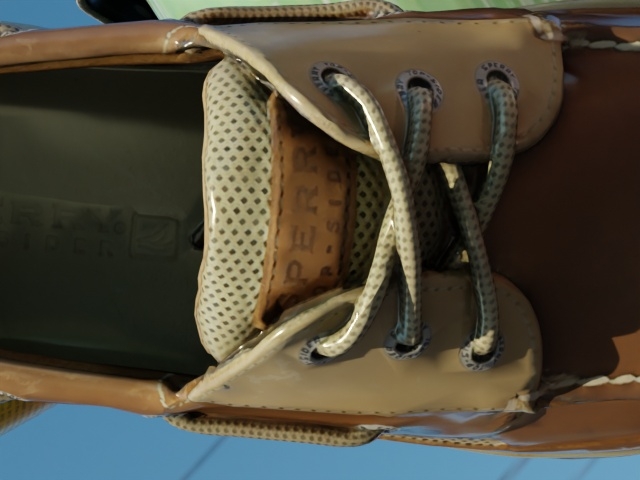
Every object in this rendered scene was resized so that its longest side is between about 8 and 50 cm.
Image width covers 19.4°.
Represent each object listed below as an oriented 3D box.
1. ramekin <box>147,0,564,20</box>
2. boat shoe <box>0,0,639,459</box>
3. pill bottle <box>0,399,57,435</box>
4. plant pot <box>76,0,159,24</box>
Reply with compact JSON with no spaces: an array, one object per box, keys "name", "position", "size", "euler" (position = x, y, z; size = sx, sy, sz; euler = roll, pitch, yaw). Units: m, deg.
[{"name":"ramekin","position":[0.049,-0.169,0.922],"size":[0.303,0.303,0.148],"euler":[-46,-55,-9]},{"name":"boat shoe","position":[0.000,0.000,0.452],"size":[0.120,0.324,0.123],"euler":[-16,-76,-81]},{"name":"pill bottle","position":[-0.225,0.059,1.169],"size":[0.245,0.136,0.136],"euler":[-29,-39,-33]},{"name":"plant pot","position":[-0.055,-0.211,1.183],"size":[0.188,0.167,0.187],"euler":[30,-77,-35]}]
